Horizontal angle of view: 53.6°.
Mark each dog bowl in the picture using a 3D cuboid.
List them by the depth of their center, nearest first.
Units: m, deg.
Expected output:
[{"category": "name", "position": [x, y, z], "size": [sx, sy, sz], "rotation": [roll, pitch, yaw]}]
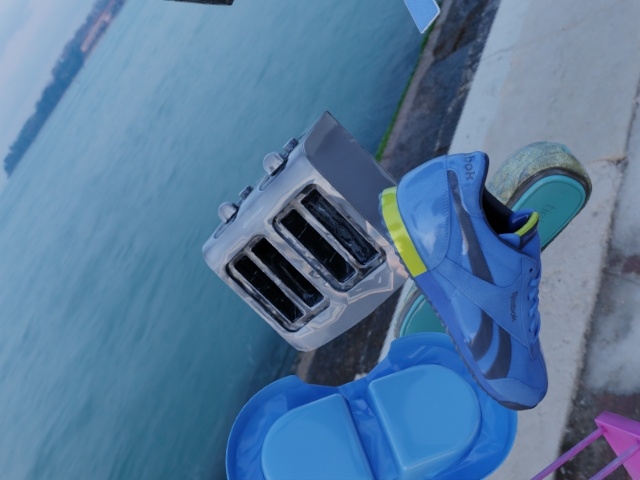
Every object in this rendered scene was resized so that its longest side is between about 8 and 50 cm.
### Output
[{"category": "dog bowl", "position": [0.053, 0.208, 0.659], "size": [0.297, 0.074, 0.166], "rotation": [-18, 54, -6]}]

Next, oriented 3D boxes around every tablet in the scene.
[{"category": "tablet", "position": [0.149, -0.363, 0.956], "size": [0.083, 0.006, 0.054], "rotation": [66, 151, 11]}]

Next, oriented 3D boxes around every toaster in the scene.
[{"category": "toaster", "position": [0.000, 0.000, 0.615], "size": [0.168, 0.186, 0.110], "rotation": [-41, 8, 33]}]

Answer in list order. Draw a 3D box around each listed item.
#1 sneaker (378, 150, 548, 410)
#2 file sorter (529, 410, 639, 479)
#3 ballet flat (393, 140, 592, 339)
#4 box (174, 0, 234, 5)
[{"category": "sneaker", "position": [0.121, 0.034, 0.421], "size": [0.082, 0.209, 0.069], "rotation": [-24, 25, 24]}, {"category": "file sorter", "position": [0.340, 0.322, 0.590], "size": [0.182, 0.202, 0.290], "rotation": [-34, 2, -9]}, {"category": "ballet flat", "position": [0.211, 0.014, 0.827], "size": [0.349, 0.123, 0.123], "rotation": [-57, 21, 35]}, {"category": "box", "position": [-0.067, -0.359, 0.408], "size": [0.257, 0.079, 0.322], "rotation": [-82, -1, -45]}]
